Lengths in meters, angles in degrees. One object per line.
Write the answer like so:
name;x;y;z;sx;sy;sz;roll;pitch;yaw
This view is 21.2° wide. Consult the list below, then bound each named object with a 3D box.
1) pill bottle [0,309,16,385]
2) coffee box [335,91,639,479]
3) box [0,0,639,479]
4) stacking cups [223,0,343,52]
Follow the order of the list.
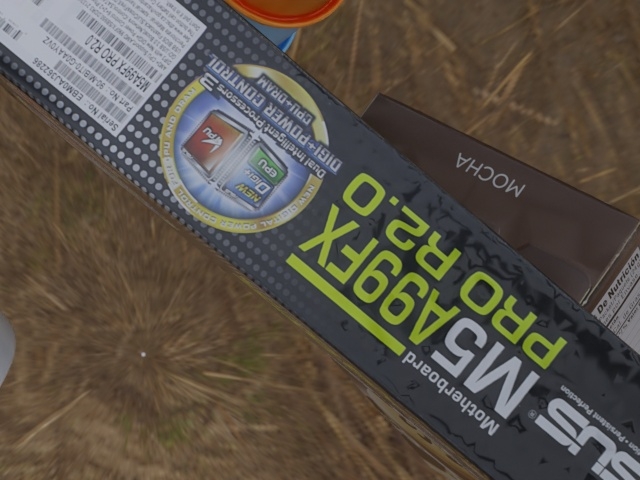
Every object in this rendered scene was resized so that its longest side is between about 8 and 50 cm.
pill bottle;-0.254;-0.024;0.649;0.161;0.161;0.283;-40;114;-7
coffee box;0.106;0.067;0.934;0.168;0.297;0.119;30;78;34
box;0.000;0.000;0.595;0.270;0.216;0.060;40;86;-5
stacking cups;-0.029;-0.129;0.793;0.096;0.316;0.096;9;72;-27
